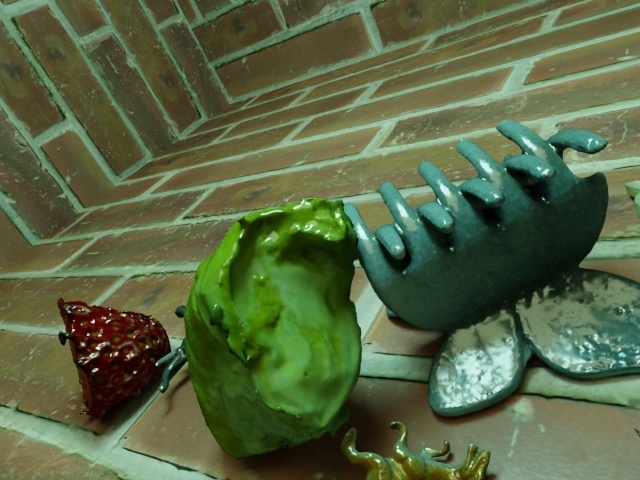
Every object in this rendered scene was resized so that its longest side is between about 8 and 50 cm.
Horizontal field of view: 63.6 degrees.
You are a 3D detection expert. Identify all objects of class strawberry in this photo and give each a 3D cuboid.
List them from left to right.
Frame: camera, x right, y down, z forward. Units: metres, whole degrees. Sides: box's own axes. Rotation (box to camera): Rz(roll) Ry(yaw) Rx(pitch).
[{"bbox_3d":[-0.372,0.189,0.941,0.178,0.233,0.234,-17,19,-30],"label":"strawberry"}]

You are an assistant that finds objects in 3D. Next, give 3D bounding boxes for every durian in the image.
[{"bbox_3d":[-0.071,0.128,0.648,0.339,0.205,0.255,-47,47,46],"label":"durian"}]

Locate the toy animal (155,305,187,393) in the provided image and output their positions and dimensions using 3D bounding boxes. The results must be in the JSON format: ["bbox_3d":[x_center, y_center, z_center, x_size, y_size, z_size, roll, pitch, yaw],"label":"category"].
[{"bbox_3d":[-0.213,0.163,0.956,0.269,0.082,0.137,-41,28,-29],"label":"toy animal"}]

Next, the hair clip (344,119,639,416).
[{"bbox_3d":[0.214,0.013,0.672,0.318,0.238,0.392,-27,26,6],"label":"hair clip"}]

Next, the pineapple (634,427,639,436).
[{"bbox_3d":[0.371,0.170,0.299,0.357,0.223,0.223,-24,19,51],"label":"pineapple"}]

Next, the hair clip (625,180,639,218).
[{"bbox_3d":[0.520,-0.082,0.749,0.218,0.071,0.159,-35,20,-30],"label":"hair clip"}]

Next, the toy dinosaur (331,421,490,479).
[{"bbox_3d":[0.068,0.278,0.540,0.142,0.057,0.212,24,65,34],"label":"toy dinosaur"}]
